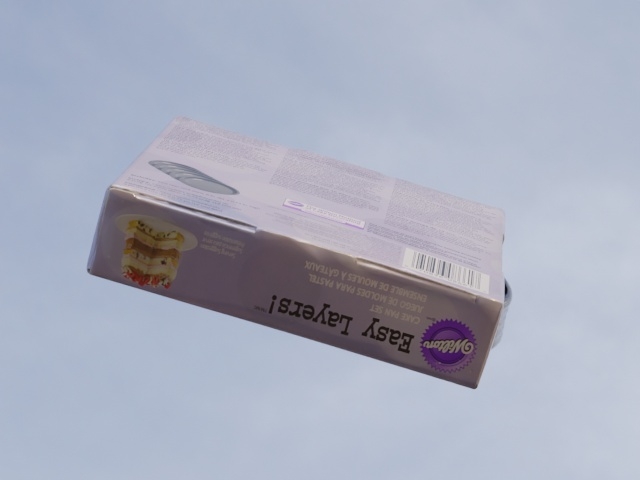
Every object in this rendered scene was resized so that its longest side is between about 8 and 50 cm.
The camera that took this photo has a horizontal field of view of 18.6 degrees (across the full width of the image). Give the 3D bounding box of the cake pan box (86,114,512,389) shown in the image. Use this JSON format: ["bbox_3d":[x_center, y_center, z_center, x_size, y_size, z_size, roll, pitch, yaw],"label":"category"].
[{"bbox_3d":[0.000,0.000,1.293,0.266,0.246,0.070,16,-73,0],"label":"cake pan box"}]
